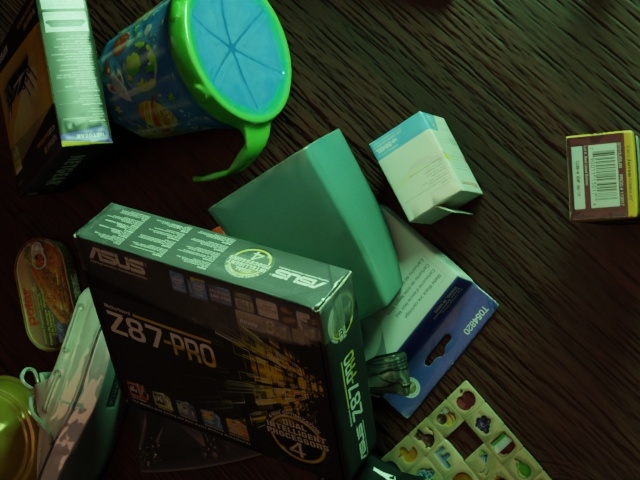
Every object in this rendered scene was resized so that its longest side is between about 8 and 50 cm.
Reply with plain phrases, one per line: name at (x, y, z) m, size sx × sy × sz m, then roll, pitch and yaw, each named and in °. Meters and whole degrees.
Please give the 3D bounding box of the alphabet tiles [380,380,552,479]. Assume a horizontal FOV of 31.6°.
alphabet tiles at (0.185, 0.346, 1.573) m, size 0.237 × 0.009 × 0.198 m, roll -46°, pitch 71°, yaw 18°

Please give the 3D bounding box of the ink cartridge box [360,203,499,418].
ink cartridge box at (0.100, 0.101, 1.598) m, size 0.224 × 0.045 × 0.223 m, roll 42°, pitch 106°, yaw 20°

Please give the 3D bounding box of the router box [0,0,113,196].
router box at (-0.419, -0.221, 1.747) m, size 0.309 × 0.081 × 0.243 m, roll -26°, pitch 75°, yaw 61°

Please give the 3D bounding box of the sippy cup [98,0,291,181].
sippy cup at (-0.199, -0.254, 1.666) m, size 0.224 × 0.240 × 0.306 m, roll -16°, pitch 57°, yaw 35°

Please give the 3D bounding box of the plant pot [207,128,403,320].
plant pot at (0.000, 0.000, 1.526) m, size 0.165 × 0.166 × 0.234 m, roll -31°, pitch 93°, yaw 21°

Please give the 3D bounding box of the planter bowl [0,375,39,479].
planter bowl at (-0.555, 0.337, 1.885) m, size 0.217 × 0.090 × 0.217 m, roll -1°, pitch 88°, yaw 26°

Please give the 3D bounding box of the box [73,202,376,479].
box at (-0.125, 0.137, 1.525) m, size 0.394 × 0.097 × 0.318 m, roll 16°, pitch 131°, yaw 28°

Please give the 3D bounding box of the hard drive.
hard drive at (-0.173, 0.256, 1.722) m, size 0.254 × 0.054 × 0.172 m, roll -15°, pitch 82°, yaw 25°

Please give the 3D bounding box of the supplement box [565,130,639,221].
supplement box at (0.366, -0.073, 1.394) m, size 0.080 × 0.188 × 0.104 m, roll -3°, pitch 88°, yaw 27°

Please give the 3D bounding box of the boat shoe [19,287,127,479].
boat shoe at (-0.402, 0.244, 1.789) m, size 0.156 × 0.136 × 0.367 m, roll 20°, pitch 95°, yaw 25°

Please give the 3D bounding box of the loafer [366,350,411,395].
loafer at (0.045, 0.200, 1.565) m, size 0.170 × 0.062 × 0.061 m, roll -16°, pitch 87°, yaw 28°

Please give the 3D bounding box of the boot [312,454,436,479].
boot at (0.067, 0.419, 1.568) m, size 0.207 × 0.094 × 0.247 m, roll 15°, pitch 89°, yaw 22°

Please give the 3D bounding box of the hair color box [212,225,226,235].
hair color box at (-0.082, -0.026, 1.675) m, size 0.141 × 0.072 × 0.043 m, roll -27°, pitch 78°, yaw 22°

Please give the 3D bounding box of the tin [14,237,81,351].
tin at (-0.447, 0.089, 1.869) m, size 0.106 × 0.040 × 0.190 m, roll -16°, pitch 82°, yaw 21°

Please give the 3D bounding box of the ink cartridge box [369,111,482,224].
ink cartridge box at (0.149, -0.090, 1.552) m, size 0.090 × 0.092 × 0.143 m, roll -31°, pitch 75°, yaw 22°
